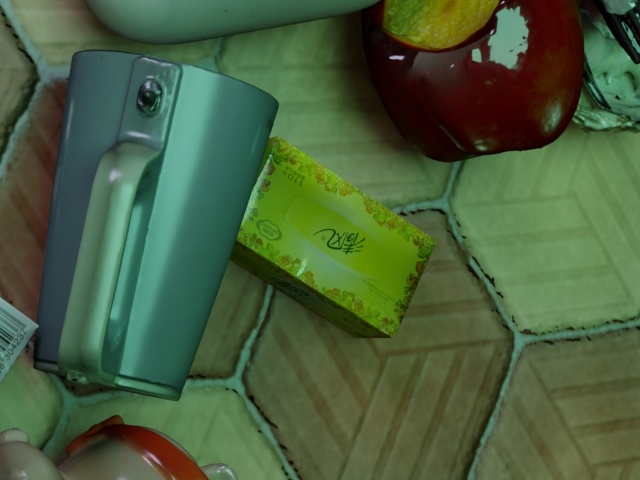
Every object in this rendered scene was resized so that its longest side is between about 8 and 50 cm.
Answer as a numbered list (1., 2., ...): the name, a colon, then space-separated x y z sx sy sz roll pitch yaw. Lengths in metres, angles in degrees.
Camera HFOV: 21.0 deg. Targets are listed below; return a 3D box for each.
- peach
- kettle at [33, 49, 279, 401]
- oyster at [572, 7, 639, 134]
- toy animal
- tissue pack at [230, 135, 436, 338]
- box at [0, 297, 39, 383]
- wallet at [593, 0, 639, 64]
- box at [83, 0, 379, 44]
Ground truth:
1. peach: 0.125 -0.180 1.435 0.196 0.190 0.226 -11 91 -23
2. kettle: -0.133 -0.009 1.267 0.160 0.210 0.243 12 82 0
3. oyster: 0.233 -0.161 1.573 0.191 0.081 0.163 57 37 2
4. toy animal: -0.169 0.207 1.254 0.197 0.171 0.171 3 85 -32
5. tissue pack: 0.000 0.000 1.421 0.176 0.062 0.095 33 71 -23
6. box: -0.313 0.102 1.220 0.135 0.081 0.199 40 66 -21
7. wallet: 0.223 -0.273 1.491 0.071 0.262 0.221 -27 106 14
8. box: -0.078 -0.336 1.344 0.288 0.141 0.349 -13 92 -24
